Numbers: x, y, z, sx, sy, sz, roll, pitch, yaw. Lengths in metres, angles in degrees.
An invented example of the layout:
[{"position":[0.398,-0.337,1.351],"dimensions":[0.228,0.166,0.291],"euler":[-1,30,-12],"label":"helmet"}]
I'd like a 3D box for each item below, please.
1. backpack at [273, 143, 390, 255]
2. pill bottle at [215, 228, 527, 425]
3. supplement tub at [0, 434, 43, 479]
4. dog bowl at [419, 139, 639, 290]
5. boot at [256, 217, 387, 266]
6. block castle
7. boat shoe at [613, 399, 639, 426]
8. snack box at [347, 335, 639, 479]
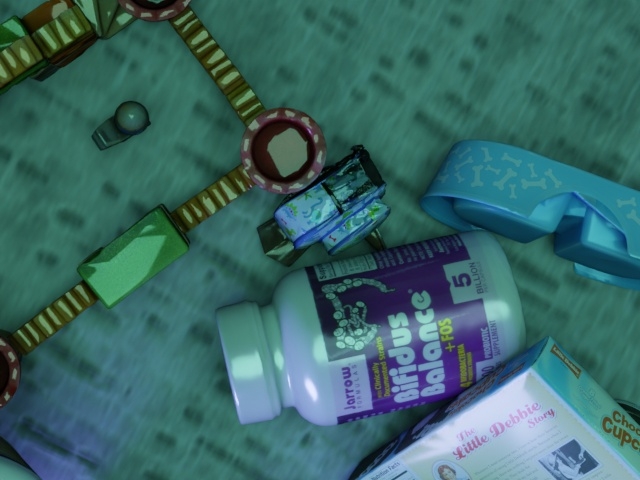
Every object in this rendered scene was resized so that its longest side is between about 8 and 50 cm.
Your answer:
[{"position":[0.014,-0.032,1.446],"dimensions":[0.114,0.105,0.084],"euler":[-31,86,-3],"label":"backpack"},{"position":[0.050,0.098,1.460],"dimensions":[0.302,0.169,0.169],"euler":[-13,95,-4],"label":"pill bottle"},{"position":[-0.363,0.286,1.298],"dimensions":[0.241,0.331,0.241],"euler":[-1,93,-21],"label":"supplement tub"},{"position":[0.255,-0.026,1.479],"dimensions":[0.297,0.166,0.074],"euler":[20,80,-6],"label":"dog bowl"},{"position":[0.000,0.000,1.514],"dimensions":[0.114,0.037,0.106],"euler":[-38,83,-5],"label":"boot"},{"position":[-0.252,-0.070,1.399],"dimensions":[0.453,0.213,0.303],"euler":[-36,96,-2],"label":"block castle"},{"position":[0.300,0.198,1.552],"dimensions":[0.142,0.040,0.049],"euler":[10,93,-5],"label":"boat shoe"},{"position":[0.184,0.245,1.432],"dimensions":[0.187,0.060,0.322],"euler":[45,133,-4],"label":"snack box"}]
